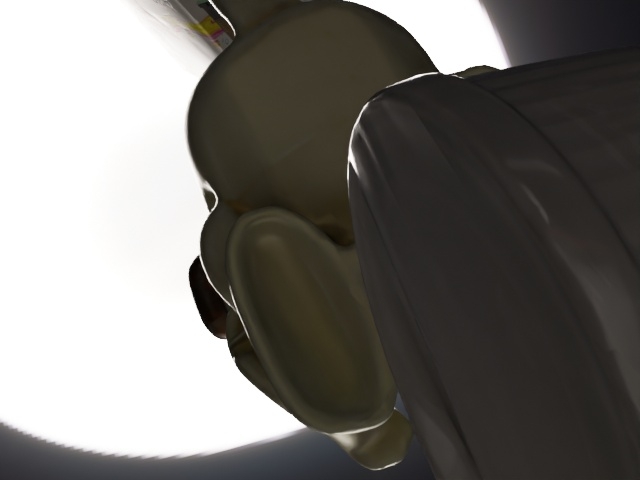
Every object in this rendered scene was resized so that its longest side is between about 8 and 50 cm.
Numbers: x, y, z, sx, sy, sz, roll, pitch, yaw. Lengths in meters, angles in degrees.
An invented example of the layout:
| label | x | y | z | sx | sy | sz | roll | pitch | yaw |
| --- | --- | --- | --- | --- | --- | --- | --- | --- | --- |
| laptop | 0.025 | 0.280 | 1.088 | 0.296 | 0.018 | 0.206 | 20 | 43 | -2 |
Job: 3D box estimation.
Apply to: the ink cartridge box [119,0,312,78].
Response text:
| label | x | y | z | sx | sy | sz | roll | pitch | yaw |
| --- | --- | --- | --- | --- | --- | --- | --- | --- | --- |
| ink cartridge box | -0.119 | -0.255 | 1.304 | 0.117 | 0.201 | 0.278 | -51 | -44 | -7 |

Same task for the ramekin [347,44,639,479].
| label | x | y | z | sx | sy | sz | roll | pitch | yaw |
| --- | --- | --- | --- | --- | --- | --- | --- | --- | --- |
| ramekin | 0.122 | 0.043 | 0.575 | 0.127 | 0.273 | 0.273 | -21 | -19 | -14 |

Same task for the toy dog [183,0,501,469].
| label | x | y | z | sx | sy | sz | roll | pitch | yaw |
| --- | --- | --- | --- | --- | --- | --- | --- | --- | --- |
| toy dog | 0.000 | 0.000 | 1.113 | 0.284 | 0.395 | 0.408 | -43 | -8 | -14 |
